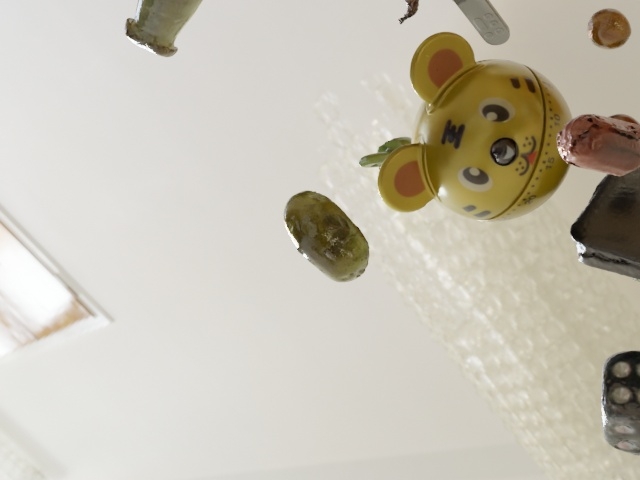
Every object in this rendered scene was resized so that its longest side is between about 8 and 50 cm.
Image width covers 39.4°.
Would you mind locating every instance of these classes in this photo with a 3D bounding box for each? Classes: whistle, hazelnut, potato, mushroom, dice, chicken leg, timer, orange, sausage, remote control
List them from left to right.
[{"bbox_3d":[-0.219,-0.416,1.414,0.312,0.100,0.081,-48,-160,41],"label":"mushroom"},{"bbox_3d":[0.000,0.000,2.265,0.160,0.272,0.111,-42,177,42],"label":"potato"},{"bbox_3d":[0.221,-0.222,2.392,0.288,0.106,0.131,-13,173,-39],"label":"whistle"},{"bbox_3d":[0.182,-0.468,1.787,0.036,0.021,0.083,-11,143,-27],"label":"chicken leg"},{"bbox_3d":[0.322,-0.211,1.852,0.376,0.387,0.376,-35,-130,55],"label":"timer"},{"bbox_3d":[0.429,-0.614,2.404,0.077,0.245,0.022,-18,-133,35],"label":"remote control"},{"bbox_3d":[0.372,-0.127,1.182,0.076,0.141,0.076,-6,-98,56],"label":"sausage"},{"bbox_3d":[0.556,-0.407,1.720,0.085,0.085,0.085,-36,-162,14],"label":"orange"},{"bbox_3d":[0.638,-0.232,1.900,0.086,0.086,0.086,-36,-162,14],"label":"hazelnut"},{"bbox_3d":[0.718,0.359,1.973,0.182,0.183,0.181,-3,-130,21],"label":"dice"}]

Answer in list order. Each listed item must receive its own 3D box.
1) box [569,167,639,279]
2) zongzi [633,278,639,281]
[{"bbox_3d":[0.740,-0.037,1.865,0.359,0.091,0.350,17,-131,30],"label":"box"},{"bbox_3d":[0.876,0.035,2.373,0.130,0.062,0.154,152,-50,-81],"label":"zongzi"}]
